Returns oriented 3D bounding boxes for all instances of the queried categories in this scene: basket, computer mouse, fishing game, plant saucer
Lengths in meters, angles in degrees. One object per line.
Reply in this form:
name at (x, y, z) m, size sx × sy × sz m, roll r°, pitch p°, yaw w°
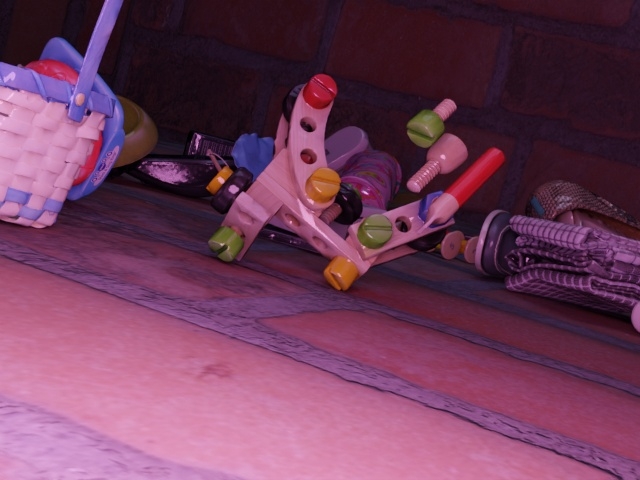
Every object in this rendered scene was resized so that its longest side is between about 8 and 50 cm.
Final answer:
basket at (-0.336, -0.175, 1.104) m, size 0.255 × 0.289 × 0.201 m, roll 18°, pitch 6°, yaw 24°
computer mouse at (-0.264, -0.115, 1.929) m, size 0.272 × 0.072 × 0.188 m, roll 2°, pitch 8°, yaw 0°
fishing game at (-0.086, -0.101, 1.904) m, size 0.189 × 0.041 × 0.264 m, roll 57°, pitch 33°, yaw 5°
plant saucer at (-0.400, -0.200, 1.885) m, size 0.241 × 0.037 × 0.241 m, roll 5°, pitch 35°, yaw -4°

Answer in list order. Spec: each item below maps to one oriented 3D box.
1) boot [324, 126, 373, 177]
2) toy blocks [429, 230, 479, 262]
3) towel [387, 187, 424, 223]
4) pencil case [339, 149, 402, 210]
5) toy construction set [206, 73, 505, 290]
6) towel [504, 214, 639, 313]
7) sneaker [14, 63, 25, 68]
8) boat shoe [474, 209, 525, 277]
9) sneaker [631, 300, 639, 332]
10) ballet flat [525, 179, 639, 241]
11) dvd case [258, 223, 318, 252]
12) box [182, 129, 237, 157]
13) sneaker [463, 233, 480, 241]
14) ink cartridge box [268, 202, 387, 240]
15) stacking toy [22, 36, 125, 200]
boot at (-0.006, -0.112, 2.137) m, size 0.123 × 0.258 × 0.095 m, roll 60°, pitch 2°, yaw -48°
toy blocks at (0.220, -0.003, 2.099) m, size 0.123 × 0.054 × 0.148 m, roll 10°, pitch 7°, yaw -43°
towel at (0.081, -0.072, 2.242) m, size 0.271 × 0.040 × 0.370 m, roll -3°, pitch 12°, yaw -16°
pencil case at (0.077, -0.084, 1.956) m, size 0.124 × 0.124 × 0.284 m, roll 15°, pitch 16°, yaw 7°
toy construction set at (0.020, -0.031, 1.208) m, size 0.237 × 0.257 × 0.309 m, roll -44°, pitch 23°, yaw -31°
towel at (0.449, 0.055, 1.694) m, size 0.284 × 0.121 × 0.235 m, roll 14°, pitch 0°, yaw -23°
sneaker at (-0.547, -0.247, 2.060) m, size 0.145 × 0.147 × 0.385 m, roll 13°, pitch 8°, yaw -36°
boat shoe at (0.358, 0.021, 1.909) m, size 0.099 × 0.116 × 0.319 m, roll 15°, pitch -1°, yaw 28°
sneaker at (0.516, 0.121, 1.478) m, size 0.086 × 0.085 × 0.237 m, roll -3°, pitch 11°, yaw -38°
ballet flat at (0.605, 0.045, 2.069) m, size 0.483 × 0.164 × 0.182 m, roll 26°, pitch 23°, yaw -11°
dvd case at (0.000, 0.000, 1.665) m, size 0.164 × 0.018 × 0.221 m, roll 15°, pitch 5°, yaw 8°
box at (-0.183, -0.154, 2.289) m, size 0.207 × 0.108 × 0.153 m, roll 14°, pitch 5°, yaw -11°
sneaker at (0.390, -0.005, 2.414) m, size 0.185 × 0.084 × 0.069 m, roll 13°, pitch 5°, yaw -15°
ink cartridge box at (0.010, -0.034, 1.611) m, size 0.109 × 0.063 × 0.150 m, roll 20°, pitch 8°, yaw 35°
stacking toy at (-0.395, -0.124, 1.293) m, size 0.166 × 0.175 × 0.302 m, roll 49°, pitch 35°, yaw 16°
